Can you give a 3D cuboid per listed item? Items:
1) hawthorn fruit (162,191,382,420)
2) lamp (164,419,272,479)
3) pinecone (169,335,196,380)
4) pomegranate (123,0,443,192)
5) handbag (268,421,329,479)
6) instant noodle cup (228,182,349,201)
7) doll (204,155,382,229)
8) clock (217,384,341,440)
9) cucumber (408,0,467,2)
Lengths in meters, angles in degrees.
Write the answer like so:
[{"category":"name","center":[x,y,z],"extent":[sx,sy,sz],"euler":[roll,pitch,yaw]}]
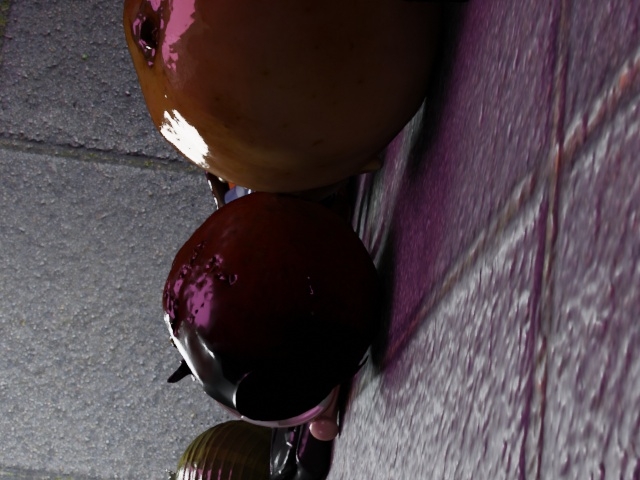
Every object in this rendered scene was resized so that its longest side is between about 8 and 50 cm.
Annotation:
[{"category":"hawthorn fruit","center":[-0.057,0.087,1.656],"extent":[0.316,0.316,0.316],"euler":[-172,90,-86]},{"category":"lamp","center":[-0.169,0.448,2.297],"extent":[0.250,0.284,0.250],"euler":[5,-96,-61]},{"category":"pinecone","center":[-0.143,0.146,2.284],"extent":[0.272,0.224,0.224],"euler":[-61,-4,-24]},{"category":"pomegranate","center":[-0.032,-0.268,1.505],"extent":[0.411,0.412,0.411],"euler":[-172,90,-86]},{"category":"handbag","center":[-0.025,0.281,2.124],"extent":[0.244,0.088,0.275],"euler":[117,163,-64]},{"category":"instant noodle cup","center":[-0.057,-0.079,2.267],"extent":[0.192,0.250,0.250],"euler":[-100,18,-52]},{"category":"doll","center":[-0.052,-0.053,1.969],"extent":[0.209,0.318,0.340],"euler":[-50,-3,-24]},{"category":"clock","center":[-0.071,0.168,1.907],"extent":[0.142,0.241,0.227],"euler":[-82,2,-53]},{"category":"cucumber","center":[0.109,-0.270,1.316],"extent":[0.048,0.105,0.048],"euler":[178,90,-84]}]
